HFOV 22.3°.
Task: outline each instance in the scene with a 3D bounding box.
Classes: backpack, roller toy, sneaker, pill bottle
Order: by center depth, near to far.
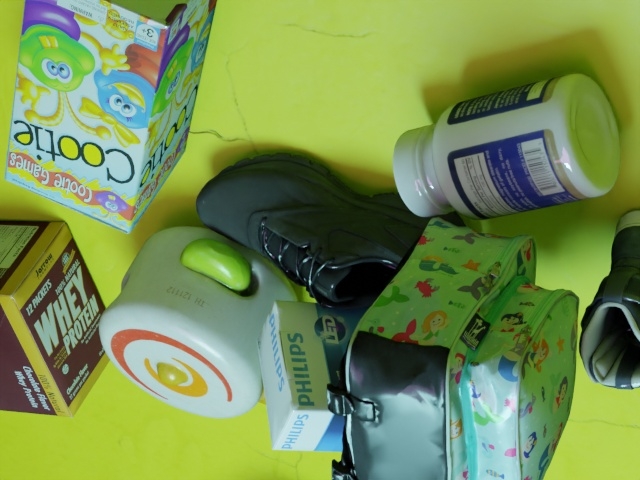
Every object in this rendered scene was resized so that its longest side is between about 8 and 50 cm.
[{"bbox_3d":[0.129,0.108,1.446,0.191,0.253,0.225,7,128,16],"label":"backpack"},{"bbox_3d":[0.165,-0.078,1.468,0.187,0.112,0.112,-11,124,35],"label":"pill bottle"},{"bbox_3d":[0.313,0.108,1.528,0.086,0.163,0.226,-9,126,31],"label":"sneaker"},{"bbox_3d":[0.000,0.000,1.615,0.286,0.130,0.109,13,136,19],"label":"sneaker"},{"bbox_3d":[-0.130,0.095,1.739,0.191,0.146,0.209,-3,138,40],"label":"roller toy"}]

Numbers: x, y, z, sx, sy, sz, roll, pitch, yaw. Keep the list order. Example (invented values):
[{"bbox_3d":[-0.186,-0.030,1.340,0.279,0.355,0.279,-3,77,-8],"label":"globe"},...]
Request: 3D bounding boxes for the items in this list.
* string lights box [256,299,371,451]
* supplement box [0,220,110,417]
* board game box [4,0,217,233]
[{"bbox_3d":[0.077,0.138,1.619,0.260,0.133,0.077,4,141,-18],"label":"string lights box"},{"bbox_3d":[-0.371,0.089,1.889,0.194,0.129,0.191,2,131,26],"label":"supplement box"},{"bbox_3d":[-0.198,-0.166,1.552,0.142,0.144,0.275,24,137,5],"label":"board game box"}]
